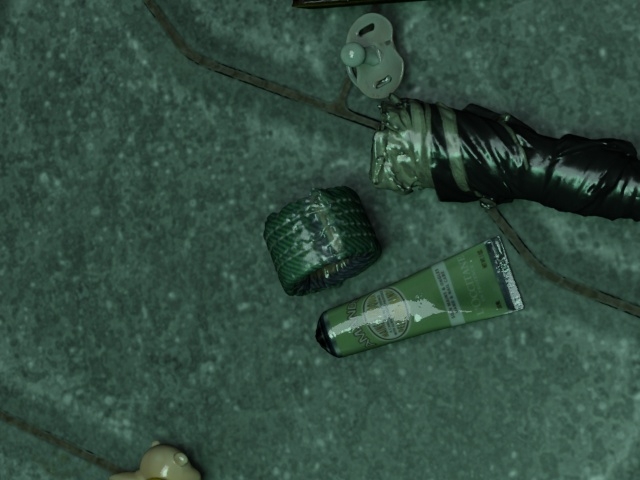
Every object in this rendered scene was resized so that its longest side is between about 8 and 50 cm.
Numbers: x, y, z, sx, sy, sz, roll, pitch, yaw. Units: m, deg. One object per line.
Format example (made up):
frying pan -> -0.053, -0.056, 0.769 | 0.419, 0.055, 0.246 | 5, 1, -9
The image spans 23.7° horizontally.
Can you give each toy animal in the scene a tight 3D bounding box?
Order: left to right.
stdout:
toy animal -> -0.182, 0.274, 1.765 | 0.114, 0.091, 0.082 | -9, 63, 47

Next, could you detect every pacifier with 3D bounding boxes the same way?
pacifier -> 0.049, -0.207, 1.720 | 0.081, 0.078, 0.099 | -26, 78, 37

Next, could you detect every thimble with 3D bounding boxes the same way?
thimble -> -0.001, 0.001, 1.688 | 0.118, 0.135, 0.090 | -29, 77, 15

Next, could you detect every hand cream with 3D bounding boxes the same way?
hand cream -> 0.102, 0.072, 1.696 | 0.235, 0.055, 0.086 | -19, 83, 9

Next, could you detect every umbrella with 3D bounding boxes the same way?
umbrella -> 0.227, -0.078, 1.653 | 0.357, 0.106, 0.113 | 12, 99, 11

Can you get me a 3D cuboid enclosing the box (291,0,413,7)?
box -> 0.087, -0.345, 1.720 | 0.240, 0.071, 0.159 | -2, 88, 18
